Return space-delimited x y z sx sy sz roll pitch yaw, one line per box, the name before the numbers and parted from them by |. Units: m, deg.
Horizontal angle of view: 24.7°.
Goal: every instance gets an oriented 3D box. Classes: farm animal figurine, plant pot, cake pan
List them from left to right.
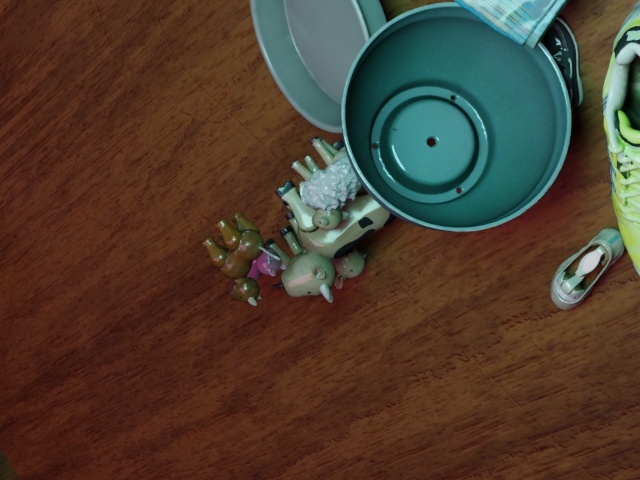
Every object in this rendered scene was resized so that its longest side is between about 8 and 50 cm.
farm animal figurine | 0.000 0.000 2.168 0.327 0.330 0.172 -43 78 17
cake pan | 0.002 -0.297 2.064 0.293 0.054 0.293 40 143 38
plant pot | 0.160 -0.144 1.919 0.293 0.293 0.196 56 170 2

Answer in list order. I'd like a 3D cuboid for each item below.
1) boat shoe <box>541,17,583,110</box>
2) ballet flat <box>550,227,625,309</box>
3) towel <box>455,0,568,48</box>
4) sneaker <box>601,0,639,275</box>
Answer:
boat shoe | 0.308 -0.226 1.894 0.046 0.038 0.125 4 115 40
ballet flat | 0.353 0.043 1.991 0.057 0.052 0.168 44 135 14
towel | 0.183 -0.437 1.759 0.370 0.040 0.271 35 111 1
sneaker | 0.401 -0.108 1.800 0.145 0.147 0.384 9 119 36
